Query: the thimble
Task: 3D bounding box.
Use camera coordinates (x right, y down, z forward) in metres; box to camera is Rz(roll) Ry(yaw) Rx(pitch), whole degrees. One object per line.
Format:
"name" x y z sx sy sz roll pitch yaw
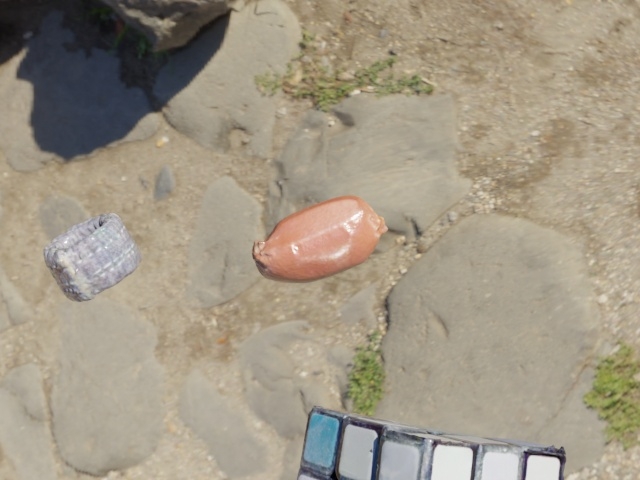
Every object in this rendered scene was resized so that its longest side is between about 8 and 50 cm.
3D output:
"thimble" -0.380 0.026 1.377 0.150 0.150 0.098 -15 114 30

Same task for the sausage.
"sausage" 0.000 0.000 1.571 0.254 0.148 0.148 -20 86 8

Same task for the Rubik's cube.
"Rubik's cube" 0.177 0.504 1.463 0.358 0.362 0.363 0 78 52
